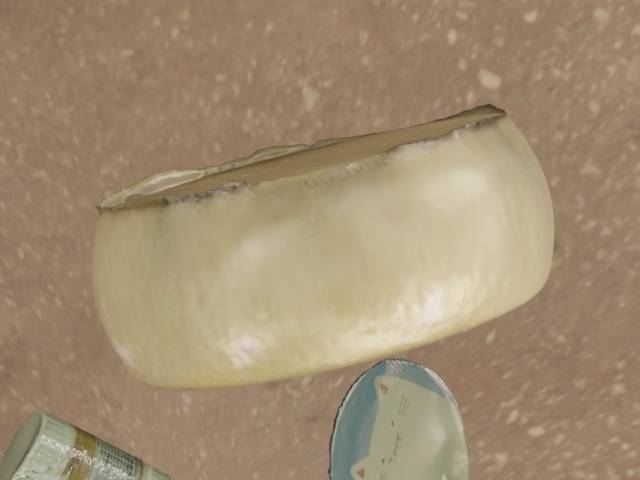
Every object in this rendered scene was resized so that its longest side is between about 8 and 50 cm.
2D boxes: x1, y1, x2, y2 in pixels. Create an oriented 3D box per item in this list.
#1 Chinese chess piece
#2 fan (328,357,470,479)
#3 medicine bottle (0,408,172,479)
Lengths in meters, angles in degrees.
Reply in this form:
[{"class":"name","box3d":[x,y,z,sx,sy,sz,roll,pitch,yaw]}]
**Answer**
[{"class":"Chinese chess piece","box3d":[0.000,0.000,1.058,0.338,0.338,0.141,-14,98,-8]},{"class":"fan","box3d":[0.064,0.133,0.793,0.175,0.005,0.113,35,61,-38]},{"class":"medicine bottle","box3d":[-0.125,0.128,0.771,0.083,0.047,0.047,32,74,-22]}]
